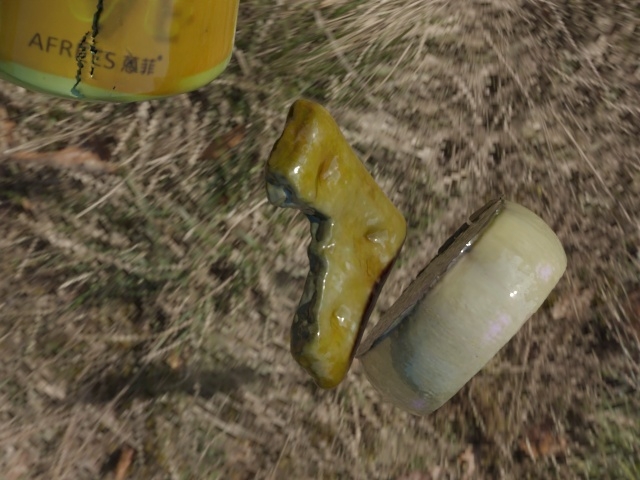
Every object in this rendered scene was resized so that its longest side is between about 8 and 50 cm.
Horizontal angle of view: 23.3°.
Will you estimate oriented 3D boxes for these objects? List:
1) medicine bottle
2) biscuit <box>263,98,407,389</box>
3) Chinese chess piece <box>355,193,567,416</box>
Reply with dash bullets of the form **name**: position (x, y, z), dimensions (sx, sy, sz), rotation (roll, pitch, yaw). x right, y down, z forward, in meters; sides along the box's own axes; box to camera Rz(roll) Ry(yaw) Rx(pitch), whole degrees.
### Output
- **medicine bottle**: position (-0.079, -0.180, 0.620), dimensions (0.124, 0.124, 0.239), rotation (13, 121, 4)
- **biscuit**: position (0.000, 0.000, 1.239), dimensions (0.039, 0.174, 0.183), rotation (2, 140, 38)
- **Chinese chess piece**: position (0.157, 0.074, 1.756), dimensions (0.112, 0.270, 0.270), rotation (42, 101, 1)
